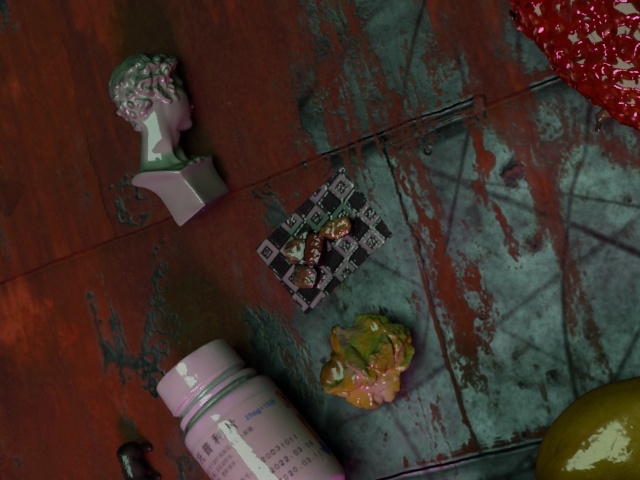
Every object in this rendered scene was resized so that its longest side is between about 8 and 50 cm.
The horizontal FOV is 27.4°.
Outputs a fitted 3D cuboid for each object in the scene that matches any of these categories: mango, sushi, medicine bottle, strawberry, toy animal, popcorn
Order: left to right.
[{"bbox_3d":[-0.292,0.391,2.126,0.047,0.065,0.136,-19,83,23],"label":"toy animal"},{"bbox_3d":[-0.109,0.298,1.991,0.170,0.170,0.293,-44,74,17],"label":"medicine bottle"},{"bbox_3d":[0.000,0.000,2.020,0.201,0.031,0.139,-44,74,17],"label":"sushi"},{"bbox_3d":[0.071,0.177,1.948,0.145,0.126,0.126,-45,47,33],"label":"popcorn"},{"bbox_3d":[0.395,-0.289,1.748,0.292,0.292,0.343,-12,99,23],"label":"strawberry"},{"bbox_3d":[0.418,0.281,1.800,0.317,0.119,0.176,-37,77,12],"label":"mango"}]

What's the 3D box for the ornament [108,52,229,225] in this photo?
[{"bbox_3d":[-0.251,-0.161,2.077,0.120,0.130,0.285,-22,81,35],"label":"ornament"}]
